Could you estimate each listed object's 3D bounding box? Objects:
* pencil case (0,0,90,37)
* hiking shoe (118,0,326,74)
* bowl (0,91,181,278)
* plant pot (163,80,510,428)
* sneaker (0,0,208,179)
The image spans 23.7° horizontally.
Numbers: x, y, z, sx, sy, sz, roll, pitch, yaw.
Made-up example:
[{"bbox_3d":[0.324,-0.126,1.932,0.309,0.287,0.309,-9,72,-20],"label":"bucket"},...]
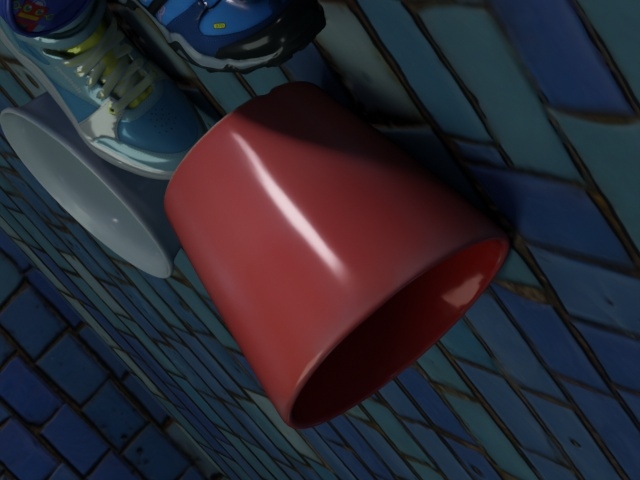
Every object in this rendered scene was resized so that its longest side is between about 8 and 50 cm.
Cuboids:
[{"bbox_3d":[-0.357,-0.343,1.574,0.306,0.119,0.133,43,126,22],"label":"pencil case"},{"bbox_3d":[-0.124,-0.242,1.335,0.304,0.113,0.132,30,159,38],"label":"hiking shoe"},{"bbox_3d":[-0.259,-0.100,1.955,0.298,0.134,0.298,38,162,14],"label":"bowl"},{"bbox_3d":[0.000,0.000,1.434,0.243,0.275,0.275,50,166,17],"label":"plant pot"},{"bbox_3d":[-0.250,-0.205,1.697,0.319,0.127,0.208,40,164,6],"label":"sneaker"}]
